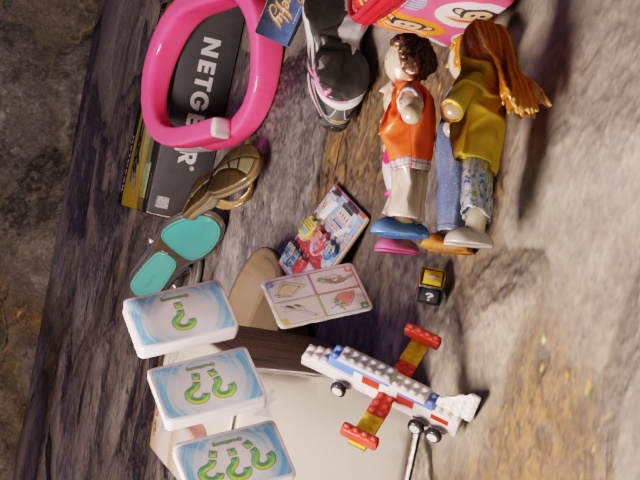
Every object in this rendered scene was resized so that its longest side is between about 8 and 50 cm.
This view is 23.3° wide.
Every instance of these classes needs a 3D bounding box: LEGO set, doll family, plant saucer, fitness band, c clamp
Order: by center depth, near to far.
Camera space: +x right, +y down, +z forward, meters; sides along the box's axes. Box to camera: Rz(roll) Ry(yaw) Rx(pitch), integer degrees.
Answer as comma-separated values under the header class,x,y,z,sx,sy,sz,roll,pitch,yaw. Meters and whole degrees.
class,x,y,z,sx,sy,sz,roll,pitch,yaw
doll family,0.100,-0.075,1.118,0.263,0.118,0.163,79,-165,-86
LEGO set,-0.002,0.079,1.120,0.060,0.244,0.182,99,153,-48
plant saucer,-0.069,0.145,1.595,0.278,0.041,0.278,-168,90,-73
fitness band,-0.142,-0.218,1.946,0.291,0.054,0.209,-4,80,56
c clamp,-0.185,0.083,2.055,0.160,0.022,0.137,172,109,-72

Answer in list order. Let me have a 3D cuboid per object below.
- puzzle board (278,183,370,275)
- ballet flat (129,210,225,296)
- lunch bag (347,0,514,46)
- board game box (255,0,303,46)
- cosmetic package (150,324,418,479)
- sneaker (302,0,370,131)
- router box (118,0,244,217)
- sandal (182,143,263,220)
class,x,y,z,sx,sy,sz,roll,pitch,yaw
puzzle board,0.000,0.000,1.465,0.096,0.011,0.128,-55,21,6
ballet flat,-0.181,0.001,2.002,0.203,0.074,0.074,-42,36,41
lunch bag,0.109,-0.305,1.213,0.258,0.120,0.293,153,129,-74
board game box,0.010,-0.339,1.596,0.165,0.042,0.243,-69,4,-47
cosmetic package,-0.039,0.152,1.298,0.296,0.153,0.129,-166,86,-75
sneaker,0.010,-0.181,1.526,0.077,0.072,0.178,105,173,-49
router box,-0.199,-0.185,2.191,0.243,0.081,0.309,-169,91,-73
sandal,-0.109,-0.062,1.852,0.180,0.049,0.072,-32,32,55
